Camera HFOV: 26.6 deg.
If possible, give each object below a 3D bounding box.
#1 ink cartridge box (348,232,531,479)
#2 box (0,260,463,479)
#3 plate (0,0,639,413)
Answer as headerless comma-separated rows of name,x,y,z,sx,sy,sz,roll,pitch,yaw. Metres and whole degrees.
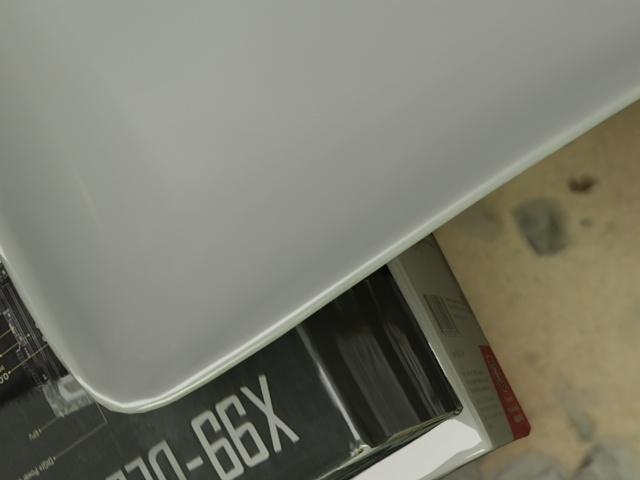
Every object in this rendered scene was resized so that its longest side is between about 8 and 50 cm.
ink cartridge box,0.000,0.000,0.511,0.067,0.115,0.198,-29,78,12
box,-0.140,0.031,0.469,0.307,0.076,0.242,-36,76,23
plate,-0.006,-0.135,0.374,0.278,0.045,0.277,-32,79,-5
